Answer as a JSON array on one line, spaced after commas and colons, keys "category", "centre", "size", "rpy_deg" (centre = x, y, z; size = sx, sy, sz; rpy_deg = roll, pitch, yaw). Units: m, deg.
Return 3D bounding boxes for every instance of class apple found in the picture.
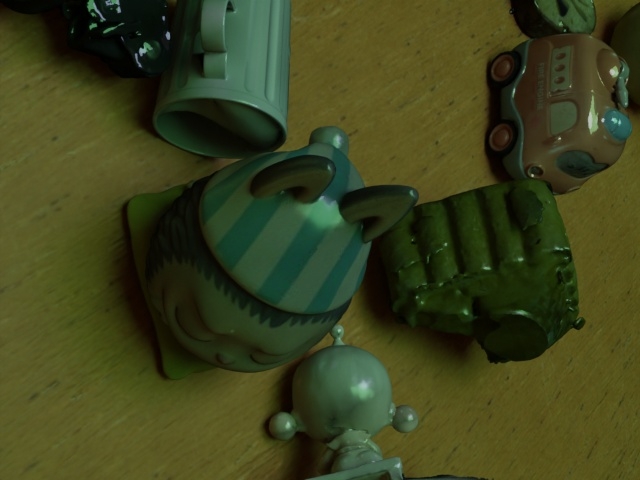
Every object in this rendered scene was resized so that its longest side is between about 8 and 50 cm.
[{"category": "apple", "centre": [0.744, -0.396, 2.104], "size": [0.262, 0.262, 0.262], "rpy_deg": [11, 74, -43]}]

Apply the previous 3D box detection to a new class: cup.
[{"category": "cup", "centre": [-0.105, -0.233, 1.245], "size": [0.167, 0.221, 0.202], "rpy_deg": [14, 68, -25]}]

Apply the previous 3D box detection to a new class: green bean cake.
[{"category": "green bean cake", "centre": [0.253, 0.078, 1.529], "size": [0.310, 0.285, 0.202], "rpy_deg": [56, 20, -51]}]

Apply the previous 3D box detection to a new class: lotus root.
[{"category": "lotus root", "centre": [0.434, -0.471, 1.924], "size": [0.261, 0.074, 0.170], "rpy_deg": [33, 63, -35]}]

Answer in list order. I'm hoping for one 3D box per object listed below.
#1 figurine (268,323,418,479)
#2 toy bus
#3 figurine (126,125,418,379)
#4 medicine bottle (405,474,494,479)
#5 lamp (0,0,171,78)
[{"category": "figurine", "centre": [0.026, 0.239, 1.314], "size": [0.144, 0.182, 0.256], "rpy_deg": [52, 19, -52]}, {"category": "toy bus", "centre": [0.441, -0.230, 1.772], "size": [0.194, 0.232, 0.287], "rpy_deg": [21, 66, -43]}, {"category": "figurine", "centre": [0.000, 0.000, 1.185], "size": [0.361, 0.378, 0.266], "rpy_deg": [-36, 107, -41]}, {"category": "medicine bottle", "centre": [0.157, 0.497, 1.366], "size": [0.190, 0.190, 0.332], "rpy_deg": [6, 77, -44]}, {"category": "lamp", "centre": [-0.272, -0.380, 1.110], "size": [0.272, 0.205, 0.374], "rpy_deg": [0, 93, -49]}]
